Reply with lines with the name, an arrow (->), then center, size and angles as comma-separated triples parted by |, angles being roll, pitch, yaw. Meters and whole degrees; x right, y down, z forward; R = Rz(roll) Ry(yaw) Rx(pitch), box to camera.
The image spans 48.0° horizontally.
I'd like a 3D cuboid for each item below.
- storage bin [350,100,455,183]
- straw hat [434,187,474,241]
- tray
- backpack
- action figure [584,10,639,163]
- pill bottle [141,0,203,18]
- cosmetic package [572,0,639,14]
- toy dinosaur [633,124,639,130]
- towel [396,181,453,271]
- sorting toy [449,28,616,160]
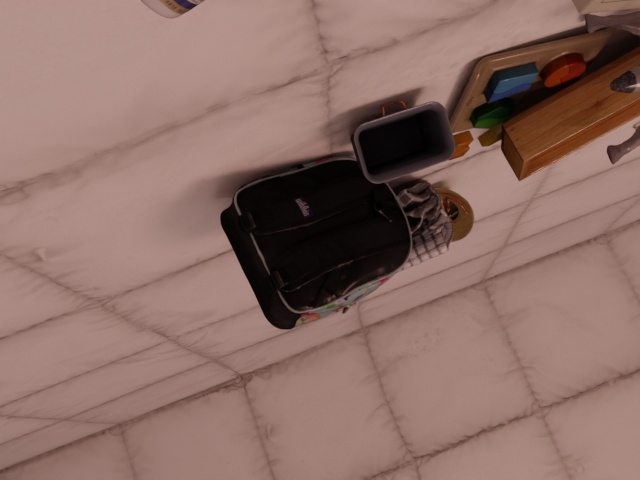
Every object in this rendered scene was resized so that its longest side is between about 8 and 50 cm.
storage bin -> 0.104, -0.144, 1.012 | 0.135, 0.098, 0.091 | -20, -169, -9
straw hat -> 0.253, -0.068, 1.458 | 0.144, 0.144, 0.061 | -40, -164, 47
tray -> 0.481, -0.237, 1.118 | 0.411, 0.076, 0.203 | -30, 170, 10
backpack -> 0.000, 0.000, 1.083 | 0.253, 0.225, 0.191 | -24, 168, -21
action figure -> 0.536, -0.185, 0.911 | 0.330, 0.341, 0.178 | -11, 176, 15
pill bottle -> -0.060, -0.233, 0.488 | 0.169, 0.094, 0.094 | -26, 163, 16
cosmetic package -> 0.348, -0.345, 0.618 | 0.160, 0.113, 0.309 | -14, 163, -24
toy dinosaur -> 0.720, -0.253, 1.523 | 0.092, 0.053, 0.183 | -41, 167, 11
towel -> 0.108, -0.008, 1.300 | 0.235, 0.121, 0.283 | -25, -178, 16
sorting toy -> 0.303, -0.210, 1.116 | 0.229, 0.041, 0.307 | -19, 163, -10
